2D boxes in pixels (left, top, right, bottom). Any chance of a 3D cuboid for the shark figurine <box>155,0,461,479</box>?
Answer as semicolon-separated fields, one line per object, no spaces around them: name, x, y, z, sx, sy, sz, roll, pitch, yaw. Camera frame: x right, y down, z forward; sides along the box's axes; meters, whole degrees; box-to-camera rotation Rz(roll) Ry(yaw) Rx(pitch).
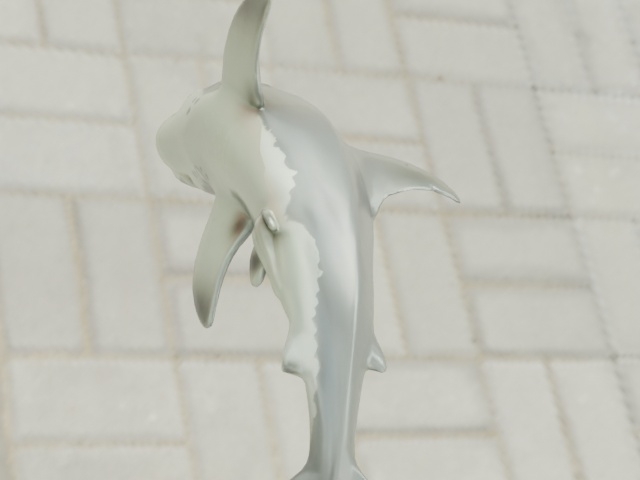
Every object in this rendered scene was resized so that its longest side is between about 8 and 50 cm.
shark figurine;0.012;0.006;0.775;0.116;0.166;0.278;2;47;-25
